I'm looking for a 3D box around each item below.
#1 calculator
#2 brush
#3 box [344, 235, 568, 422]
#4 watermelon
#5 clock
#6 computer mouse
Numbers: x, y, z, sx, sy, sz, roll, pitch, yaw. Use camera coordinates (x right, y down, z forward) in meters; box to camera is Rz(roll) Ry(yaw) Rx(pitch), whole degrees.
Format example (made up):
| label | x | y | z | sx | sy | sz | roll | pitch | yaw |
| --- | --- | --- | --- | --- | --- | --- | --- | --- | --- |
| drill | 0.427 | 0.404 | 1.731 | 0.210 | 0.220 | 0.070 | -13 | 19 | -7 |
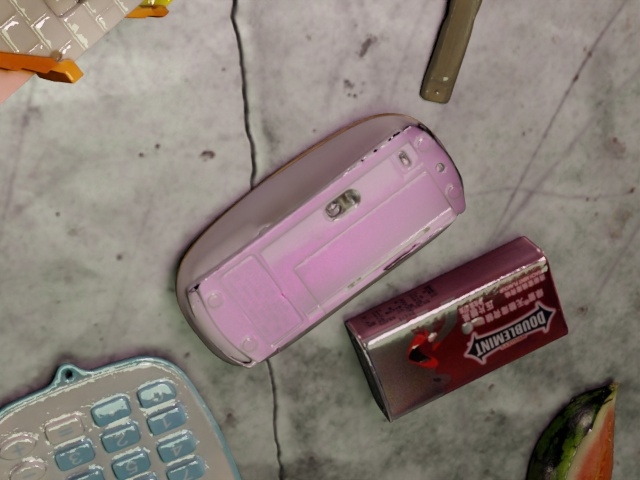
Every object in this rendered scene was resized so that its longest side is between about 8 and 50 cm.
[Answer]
| label | x | y | z | sx | sy | sz | roll | pitch | yaw |
| --- | --- | --- | --- | --- | --- | --- | --- | --- | --- |
| calculator | -0.206 | 0.293 | 1.356 | 0.256 | 0.054 | 0.386 | -20 | 114 | -9 |
| brush | 0.138 | -0.228 | 1.275 | 0.034 | 0.027 | 0.190 | 8 | 116 | -16 |
| box | 0.148 | 0.094 | 1.382 | 0.224 | 0.069 | 0.120 | -24 | 116 | -9 |
| watermelon | 0.304 | 0.284 | 1.519 | 0.119 | 0.063 | 0.245 | -7 | 113 | -30 |
| clock | -0.241 | -0.238 | 1.064 | 0.255 | 0.106 | 0.220 | -44 | 118 | -16 |
| computer mouse | 0.000 | 0.000 | 1.293 | 0.310 | 0.072 | 0.158 | -37 | 116 | -1 |
